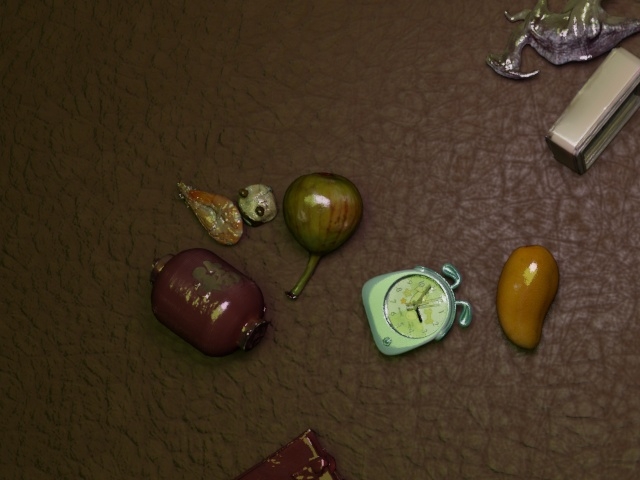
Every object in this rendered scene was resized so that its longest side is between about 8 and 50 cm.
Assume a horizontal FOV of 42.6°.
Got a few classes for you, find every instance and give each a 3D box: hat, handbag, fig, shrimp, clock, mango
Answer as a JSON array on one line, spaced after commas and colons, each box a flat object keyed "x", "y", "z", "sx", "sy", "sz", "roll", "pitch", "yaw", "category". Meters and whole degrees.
[{"x": -0.128, "y": -0.074, "z": 1.621, "sx": 0.076, "sy": 0.059, "sz": 0.077, "roll": -24, "pitch": 72, "yaw": 8, "category": "hat"}, {"x": -0.060, "y": 0.525, "z": 1.511, "sx": 0.276, "sy": 0.084, "sz": 0.260, "roll": -37, "pitch": 74, "yaw": 9, "category": "handbag"}, {"x": 0.000, "y": 0.000, "z": 1.544, "sx": 0.151, "sy": 0.151, "sz": 0.259, "roll": 10, "pitch": 108, "yaw": 18, "category": "fig"}, {"x": -0.222, "y": -0.062, "z": 1.651, "sx": 0.184, "sy": 0.043, "sz": 0.091, "roll": 37, "pitch": 116, "yaw": 21, "category": "shrimp"}, {"x": 0.178, "y": 0.123, "z": 1.502, "sx": 0.189, "sy": 0.060, "sz": 0.148, "roll": -16, "pitch": 78, "yaw": 14, "category": "clock"}, {"x": 0.478, "y": -0.219, "z": 1.411, "sx": 0.071, "sy": 0.147, "sz": 0.192, "roll": 41, "pitch": 95, "yaw": 22, "category": "clock"}, {"x": 0.361, "y": 0.097, "z": 1.441, "sx": 0.102, "sy": 0.085, "sz": 0.184, "roll": 10, "pitch": 96, "yaw": 14, "category": "mango"}]

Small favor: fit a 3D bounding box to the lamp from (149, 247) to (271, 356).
[{"x": -0.215, "y": 0.114, "z": 1.570, "sx": 0.258, "sy": 0.180, "sz": 0.180, "roll": 34, "pitch": 93, "yaw": 19, "category": "lamp"}]

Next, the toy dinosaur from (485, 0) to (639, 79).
[{"x": 0.441, "y": -0.393, "z": 1.486, "sx": 0.294, "sy": 0.077, "sz": 0.162, "roll": -15, "pitch": 83, "yaw": 29, "category": "toy dinosaur"}]
